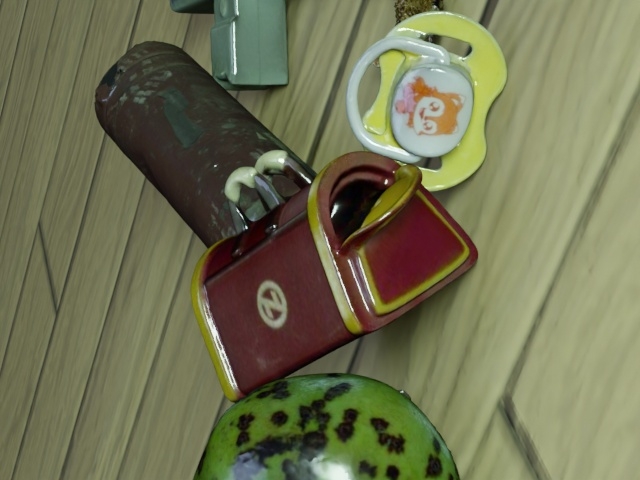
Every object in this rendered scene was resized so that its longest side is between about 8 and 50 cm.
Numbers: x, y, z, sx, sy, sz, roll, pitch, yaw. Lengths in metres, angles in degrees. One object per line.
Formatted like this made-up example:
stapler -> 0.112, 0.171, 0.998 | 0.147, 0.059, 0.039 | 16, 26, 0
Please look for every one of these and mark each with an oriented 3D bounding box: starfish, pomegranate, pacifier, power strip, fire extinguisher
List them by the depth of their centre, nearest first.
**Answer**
pomegranate -> 0.007, 0.107, 0.771 | 0.161, 0.122, 0.122 | -64, -6, -62
pacifier -> 0.048, -0.066, 0.780 | 0.064, 0.068, 0.083 | -63, -13, -71
starfish -> 0.041, -0.110, 0.843 | 0.078, 0.028, 0.091 | 160, 112, -73
fire extinguisher -> -0.046, -0.037, 0.941 | 0.268, 0.072, 0.089 | 45, 143, 50
power strip -> -0.040, -0.165, 1.043 | 0.215, 0.061, 0.145 | 180, 89, -69

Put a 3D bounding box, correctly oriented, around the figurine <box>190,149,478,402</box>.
figurine -> 0.000, 0.000, 0.780 | 0.098, 0.082, 0.154 | 59, 141, 4
